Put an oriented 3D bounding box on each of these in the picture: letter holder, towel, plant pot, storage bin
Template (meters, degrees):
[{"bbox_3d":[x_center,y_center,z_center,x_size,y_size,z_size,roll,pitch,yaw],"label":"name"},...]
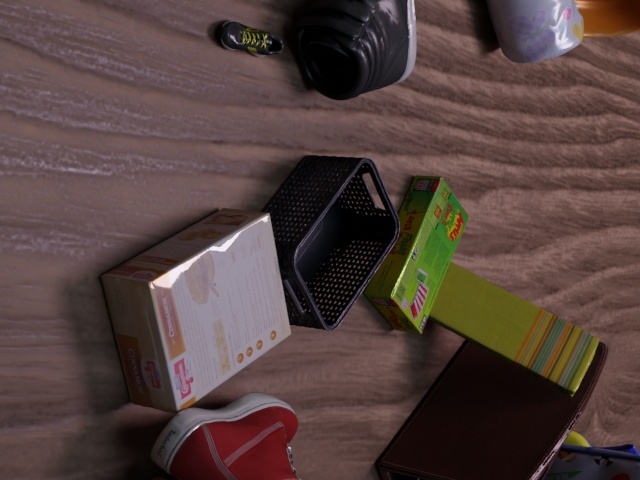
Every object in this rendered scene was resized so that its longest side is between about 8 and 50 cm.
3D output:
[{"bbox_3d":[0.255,0.268,1.681,0.302,0.214,0.152,-47,130,-39],"label":"letter holder"},{"bbox_3d":[0.242,0.112,1.654,0.102,0.237,0.021,-54,166,-37],"label":"towel"},{"bbox_3d":[0.420,-0.423,1.848,0.205,0.205,0.188,16,66,-53],"label":"plant pot"},{"bbox_3d":[0.000,0.000,1.418,0.180,0.084,0.122,-55,134,-35],"label":"storage bin"}]

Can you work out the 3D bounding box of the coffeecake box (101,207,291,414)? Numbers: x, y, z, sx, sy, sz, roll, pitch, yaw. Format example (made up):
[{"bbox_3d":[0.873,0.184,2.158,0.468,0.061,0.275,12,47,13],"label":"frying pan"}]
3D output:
[{"bbox_3d":[-0.120,0.067,1.279,0.185,0.068,0.142,-32,120,-47],"label":"coffeecake box"}]

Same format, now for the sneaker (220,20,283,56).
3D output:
[{"bbox_3d":[-0.071,-0.214,1.335,0.083,0.035,0.031,4,90,-53],"label":"sneaker"}]

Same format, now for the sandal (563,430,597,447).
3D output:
[{"bbox_3d":[0.407,0.448,1.991,0.138,0.126,0.317,-4,99,-57],"label":"sandal"}]

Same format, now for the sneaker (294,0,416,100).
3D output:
[{"bbox_3d":[0.032,-0.290,1.403,0.147,0.105,0.295,-42,131,-48],"label":"sneaker"}]

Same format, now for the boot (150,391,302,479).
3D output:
[{"bbox_3d":[-0.044,0.239,1.284,0.088,0.176,0.244,-60,161,11],"label":"boot"}]

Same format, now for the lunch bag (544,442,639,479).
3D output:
[{"bbox_3d":[0.345,0.392,1.745,0.115,0.303,0.243,47,58,-41],"label":"lunch bag"}]

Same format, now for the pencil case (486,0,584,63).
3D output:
[{"bbox_3d":[0.273,-0.374,1.698,0.124,0.113,0.273,-23,119,-1],"label":"pencil case"}]

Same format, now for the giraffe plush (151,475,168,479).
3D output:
[{"bbox_3d":[-0.116,0.345,1.265,0.170,0.181,0.210,-61,153,5],"label":"giraffe plush"}]

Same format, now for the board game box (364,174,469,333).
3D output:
[{"bbox_3d":[0.125,0.017,1.619,0.092,0.043,0.181,50,56,-44],"label":"board game box"}]
